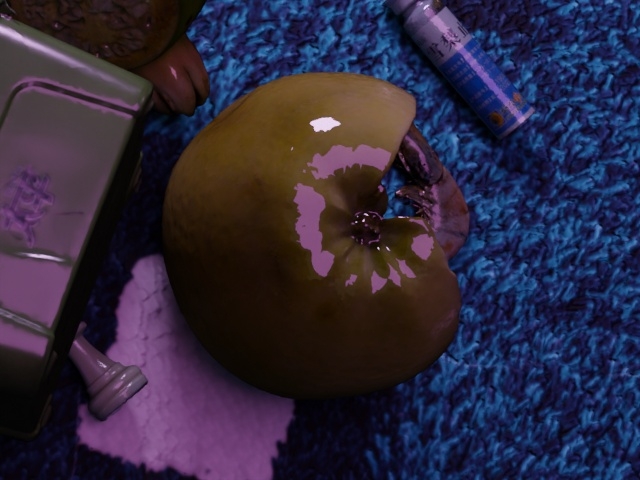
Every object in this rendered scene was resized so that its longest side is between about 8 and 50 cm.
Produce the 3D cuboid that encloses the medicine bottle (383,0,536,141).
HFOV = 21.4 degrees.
[{"bbox_3d":[0.143,-0.189,1.753,0.051,0.051,0.191,-43,95,-27],"label":"medicine bottle"}]

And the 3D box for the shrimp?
[{"bbox_3d":[0.063,-0.053,1.691,0.148,0.035,0.195,-32,91,-25],"label":"shrimp"}]

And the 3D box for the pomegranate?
[{"bbox_3d":[-0.166,-0.244,1.566,0.241,0.190,0.159,39,39,-8],"label":"pomegranate"}]

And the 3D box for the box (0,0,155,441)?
[{"bbox_3d":[-0.260,-0.001,1.397,0.178,0.253,0.328,21,69,-3],"label":"box"}]

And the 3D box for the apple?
[{"bbox_3d":[-0.020,-0.004,1.510,0.233,0.258,0.295,-4,85,-16],"label":"apple"}]

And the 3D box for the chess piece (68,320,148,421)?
[{"bbox_3d":[-0.222,0.090,1.515,0.059,0.059,0.149,-40,86,-28],"label":"chess piece"}]
